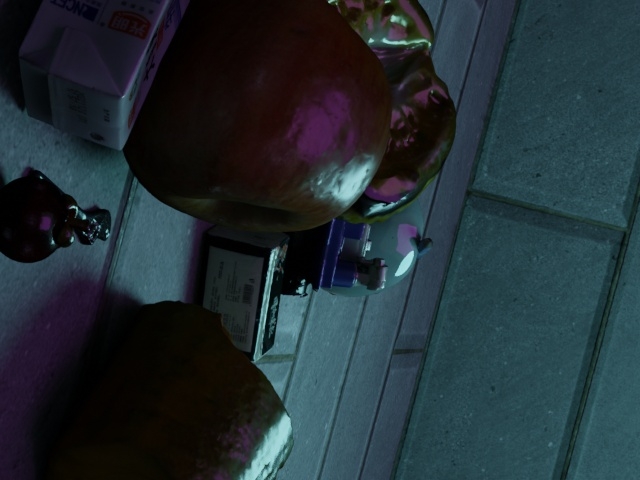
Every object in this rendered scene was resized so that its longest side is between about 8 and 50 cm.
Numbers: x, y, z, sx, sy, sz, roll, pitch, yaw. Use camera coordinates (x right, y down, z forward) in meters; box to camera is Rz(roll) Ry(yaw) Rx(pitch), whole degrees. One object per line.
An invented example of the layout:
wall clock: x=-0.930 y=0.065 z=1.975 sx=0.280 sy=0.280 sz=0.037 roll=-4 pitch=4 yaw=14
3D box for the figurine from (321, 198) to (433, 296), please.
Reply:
figurine: x=0.051 y=-0.068 z=2.251 sx=0.382 sy=0.224 sz=0.205 roll=-97 pitch=168 yaw=-60

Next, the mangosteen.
mangosteen: x=-0.263 y=-0.018 z=1.232 sx=0.081 sy=0.081 sz=0.081 roll=15 pitch=90 yaw=-75

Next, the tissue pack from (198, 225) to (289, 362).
tissue pack: x=-0.108 y=0.069 z=1.830 sx=0.090 sy=0.103 sz=0.170 roll=-46 pitch=148 yaw=-69

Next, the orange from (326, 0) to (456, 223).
orange: x=0.032 y=-0.207 z=1.816 sx=0.271 sy=0.210 sz=0.369 roll=-23 pitch=105 yaw=-35

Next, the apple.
apple: x=-0.068 y=-0.152 z=1.433 sx=0.301 sy=0.301 sz=0.301 roll=15 pitch=90 yaw=-75

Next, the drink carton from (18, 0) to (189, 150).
drink carton: x=-0.169 y=-0.251 z=1.242 sx=0.130 sy=0.106 sz=0.315 roll=111 pitch=-1 yaw=-70

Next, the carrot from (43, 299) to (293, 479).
carrot: x=-0.160 y=0.223 z=1.536 sx=0.241 sy=0.241 sz=0.341 roll=90 pitch=22 yaw=-43

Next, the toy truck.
toy truck: x=0.000 y=0.000 z=1.945 sx=0.213 sy=0.177 sz=0.161 roll=-140 pitch=-119 yaw=-71

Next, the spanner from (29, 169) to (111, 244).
spanner: x=-0.254 y=-0.032 z=1.379 sx=0.208 sy=0.012 sz=0.046 roll=52 pitch=54 yaw=-71
